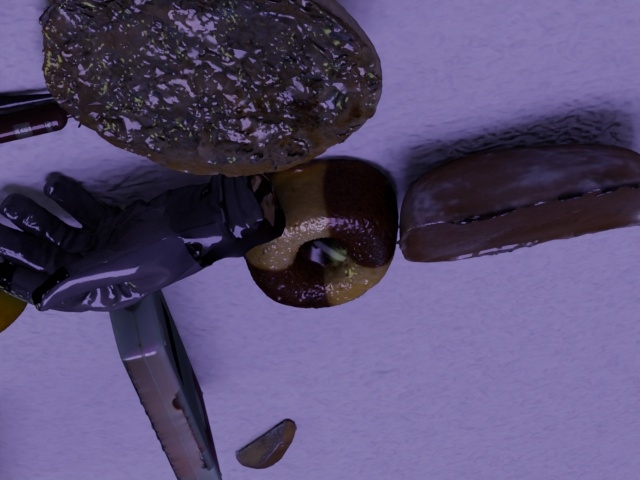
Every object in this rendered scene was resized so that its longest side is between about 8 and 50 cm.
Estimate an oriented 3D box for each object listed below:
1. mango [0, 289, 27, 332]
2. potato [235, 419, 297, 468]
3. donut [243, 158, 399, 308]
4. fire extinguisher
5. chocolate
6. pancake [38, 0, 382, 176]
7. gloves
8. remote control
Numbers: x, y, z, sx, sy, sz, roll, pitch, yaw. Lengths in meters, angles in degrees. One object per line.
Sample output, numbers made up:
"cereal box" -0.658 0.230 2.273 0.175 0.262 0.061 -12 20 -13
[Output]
"mango" -0.435 0.093 1.755 0.317 0.119 0.176 -19 139 4
"potato" -0.056 0.250 2.176 0.037 0.036 0.093 24 133 -37
"donut" 0.000 0.000 1.783 0.166 0.073 0.184 -1 144 -10
"fire extinguisher" -0.247 -0.111 1.586 0.100 0.032 0.046 -13 113 4
"chocolate" 0.193 -0.046 1.757 0.261 0.083 0.161 -10 164 -1
"pancake" -0.089 -0.142 1.501 0.282 0.049 0.282 5 139 5
"gloves" -0.174 0.002 1.681 0.286 0.142 0.119 -6 121 1
"remote control" -0.160 0.138 1.880 0.050 0.145 0.344 -15 146 -1
